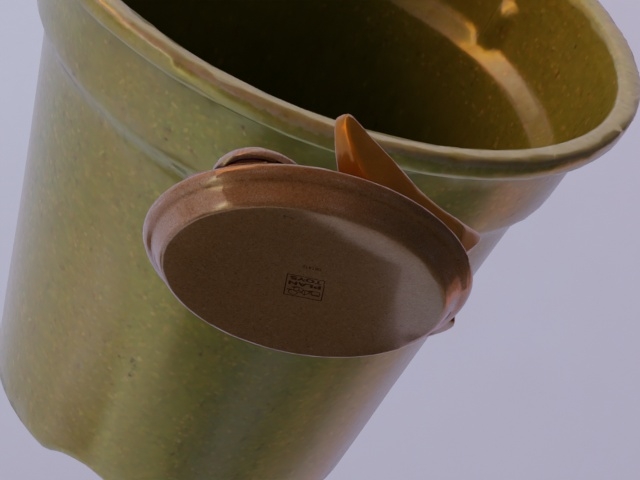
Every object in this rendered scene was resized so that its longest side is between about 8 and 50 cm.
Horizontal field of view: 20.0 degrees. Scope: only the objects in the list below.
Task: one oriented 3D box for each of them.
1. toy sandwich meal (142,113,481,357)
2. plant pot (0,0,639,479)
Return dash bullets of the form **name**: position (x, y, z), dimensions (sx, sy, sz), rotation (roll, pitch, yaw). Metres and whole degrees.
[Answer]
- **toy sandwich meal**: position (0.000, 0.000, 0.426), dimensions (0.085, 0.085, 0.029), rotation (32, -128, -31)
- **plant pot**: position (-0.031, -0.020, 0.840), dimensions (0.276, 0.276, 0.254), rotation (-1, -50, -32)
